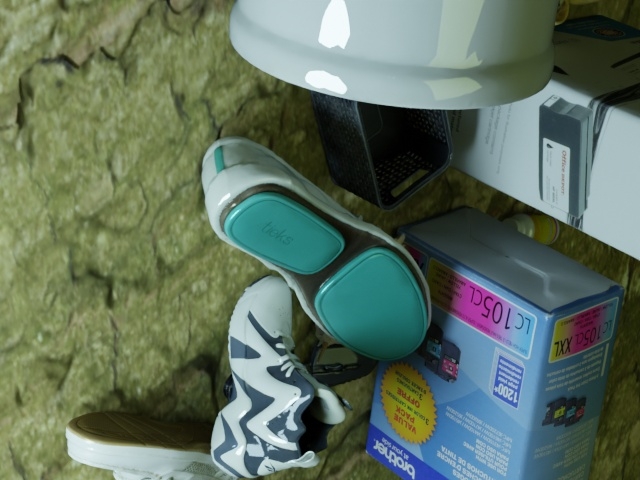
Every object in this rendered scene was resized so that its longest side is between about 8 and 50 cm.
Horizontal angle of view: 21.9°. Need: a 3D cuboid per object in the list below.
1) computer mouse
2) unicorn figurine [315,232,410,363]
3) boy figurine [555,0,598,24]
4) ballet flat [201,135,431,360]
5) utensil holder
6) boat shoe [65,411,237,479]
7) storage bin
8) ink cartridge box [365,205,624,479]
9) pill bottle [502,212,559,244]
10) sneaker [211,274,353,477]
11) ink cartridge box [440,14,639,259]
[{"bbox_3d":[-0.014,0.157,1.987,0.242,0.041,0.071,-17,125,-38],"label":"computer mouse"},{"bbox_3d":[0.052,0.069,1.984,0.111,0.060,0.162,4,90,-8],"label":"unicorn figurine"},{"bbox_3d":[0.326,-0.359,1.995,0.285,0.092,0.177,-39,138,-28],"label":"boy figurine"},{"bbox_3d":[0.000,0.000,1.839,0.139,0.139,0.400,-56,138,-5],"label":"ballet flat"},{"bbox_3d":[0.088,-0.359,1.574,0.328,0.328,0.385,-15,121,-40],"label":"utensil holder"},{"bbox_3d":[-0.180,0.253,1.831,0.277,0.098,0.096,16,100,-50],"label":"boat shoe"},{"bbox_3d":[0.069,-0.140,1.865,0.122,0.084,0.180,-37,135,-25],"label":"storage bin"},{"bbox_3d":[0.206,0.195,2.056,0.151,0.270,0.395,-17,123,-37],"label":"ink cartridge box"},{"bbox_3d":[0.274,-0.015,2.176,0.083,0.043,0.043,-1,113,-46],"label":"pill bottle"},{"bbox_3d":[-0.026,0.150,1.834,0.094,0.153,0.235,48,48,-49],"label":"sneaker"},{"bbox_3d":[0.380,-0.121,1.952,0.285,0.395,0.166,-15,123,-40],"label":"ink cartridge box"}]
